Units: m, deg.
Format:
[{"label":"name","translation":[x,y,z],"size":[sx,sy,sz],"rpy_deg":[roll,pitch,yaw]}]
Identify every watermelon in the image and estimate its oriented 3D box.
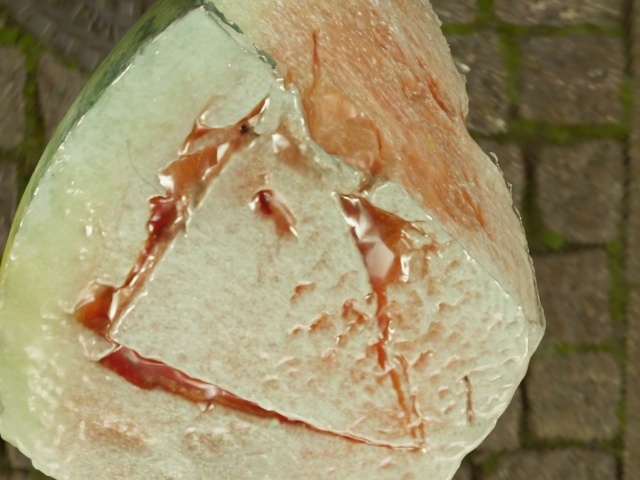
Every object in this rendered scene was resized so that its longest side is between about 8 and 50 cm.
[{"label":"watermelon","translation":[0.000,0.000,0.786],"size":[0.201,0.262,0.213],"rpy_deg":[36,115,7]}]
